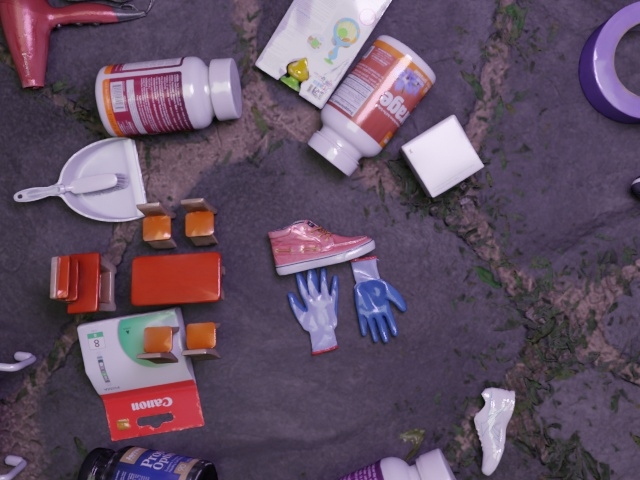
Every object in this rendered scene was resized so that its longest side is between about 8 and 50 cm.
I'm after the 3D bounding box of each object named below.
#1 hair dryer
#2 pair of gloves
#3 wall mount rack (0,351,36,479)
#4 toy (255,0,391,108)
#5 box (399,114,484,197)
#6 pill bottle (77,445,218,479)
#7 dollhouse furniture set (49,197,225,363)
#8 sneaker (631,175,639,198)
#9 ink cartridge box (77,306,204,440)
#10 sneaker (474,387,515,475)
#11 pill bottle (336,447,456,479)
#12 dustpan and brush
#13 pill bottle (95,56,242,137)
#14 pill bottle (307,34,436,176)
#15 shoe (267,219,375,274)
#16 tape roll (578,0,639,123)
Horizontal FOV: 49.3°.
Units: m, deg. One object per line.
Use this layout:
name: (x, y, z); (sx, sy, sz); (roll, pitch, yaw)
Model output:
hair dryer: (-0.441, -0.390, 1.190); (0.224, 0.080, 0.293); (34, 95, 0)
pair of gloves: (0.048, 0.112, 1.219); (0.198, 0.023, 0.159); (-13, 94, 5)
wall mount rack: (-0.673, 0.297, 1.231); (0.304, 0.130, 0.350); (7, 94, 0)
toy: (0.011, -0.359, 1.175); (0.137, 0.056, 0.237); (34, 100, -3)
box: (0.199, -0.138, 1.159); (0.101, 0.087, 0.102); (-31, 91, 5)
pill bottle: (-0.299, 0.423, 1.201); (0.219, 0.123, 0.122); (6, 94, 16)
dollhouse furniture set: (-0.289, 0.067, 1.145); (0.259, 0.135, 0.262); (-5, 76, 6)
sneaker: (0.615, -0.143, 1.151); (0.235, 0.084, 0.097); (-21, 68, 4)
ink cartridge box: (-0.317, 0.241, 1.236); (0.181, 0.056, 0.224); (-10, 91, 5)
sneaker: (0.293, 0.327, 1.205); (0.061, 0.054, 0.152); (12, 88, 12)
pill bottle: (0.090, 0.468, 1.165); (0.302, 0.169, 0.169); (-27, 91, 5)
dustpan and brush: (-0.422, -0.093, 1.216); (0.211, 0.060, 0.147); (-10, 93, 4)
pill bottle: (-0.249, -0.242, 1.165); (0.221, 0.121, 0.121); (-5, 93, 4)
pill bottle: (0.079, -0.216, 1.146); (0.121, 0.121, 0.216); (38, 96, 1)
shoe: (0.000, 0.000, 1.193); (0.178, 0.063, 0.081); (-14, 97, 9)
tape roll: (0.527, -0.287, 1.133); (0.189, 0.080, 0.189); (0, 94, 3)
